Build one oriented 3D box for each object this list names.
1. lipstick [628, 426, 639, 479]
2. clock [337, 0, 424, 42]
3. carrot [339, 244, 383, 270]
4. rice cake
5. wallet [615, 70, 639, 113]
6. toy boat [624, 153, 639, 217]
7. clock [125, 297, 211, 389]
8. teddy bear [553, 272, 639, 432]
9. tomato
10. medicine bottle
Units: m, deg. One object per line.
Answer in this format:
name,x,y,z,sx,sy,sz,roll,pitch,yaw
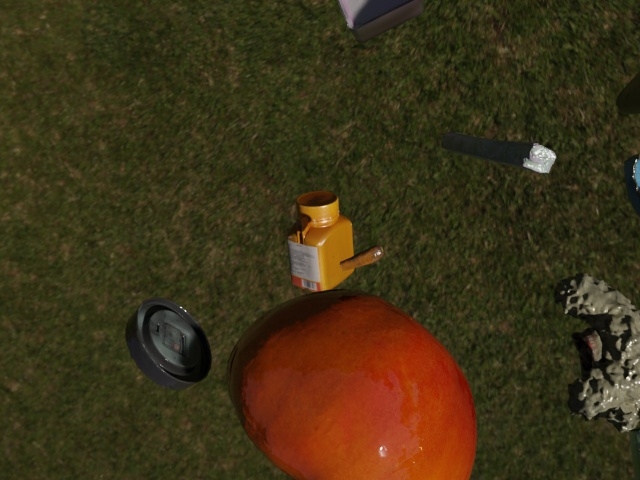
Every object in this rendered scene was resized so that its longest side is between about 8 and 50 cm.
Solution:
lipstick,0.688,0.536,1.411,0.076,0.076,0.304,-5,77,18
clock,0.096,-0.488,1.288,0.147,0.071,0.191,-24,73,13
carrot,0.085,0.037,1.394,0.093,0.032,0.032,-23,109,13
rice cake,0.242,-0.128,0.971,0.043,0.211,0.034,15,97,-28
wallet,0.537,-0.250,0.874,0.062,0.406,0.228,41,100,-3
toy boat,0.743,-0.110,1.545,0.075,0.077,0.185,-13,94,-16
clock,-0.283,0.194,1.289,0.040,0.184,0.184,-37,103,21
teddy bear,0.696,0.295,1.678,0.225,0.357,0.367,-6,150,14
tomato,0.032,0.146,0.634,0.260,0.260,0.180,43,83,-9
medicine bottle,-0.001,0.000,1.674,0.112,0.149,0.222,14,122,34
